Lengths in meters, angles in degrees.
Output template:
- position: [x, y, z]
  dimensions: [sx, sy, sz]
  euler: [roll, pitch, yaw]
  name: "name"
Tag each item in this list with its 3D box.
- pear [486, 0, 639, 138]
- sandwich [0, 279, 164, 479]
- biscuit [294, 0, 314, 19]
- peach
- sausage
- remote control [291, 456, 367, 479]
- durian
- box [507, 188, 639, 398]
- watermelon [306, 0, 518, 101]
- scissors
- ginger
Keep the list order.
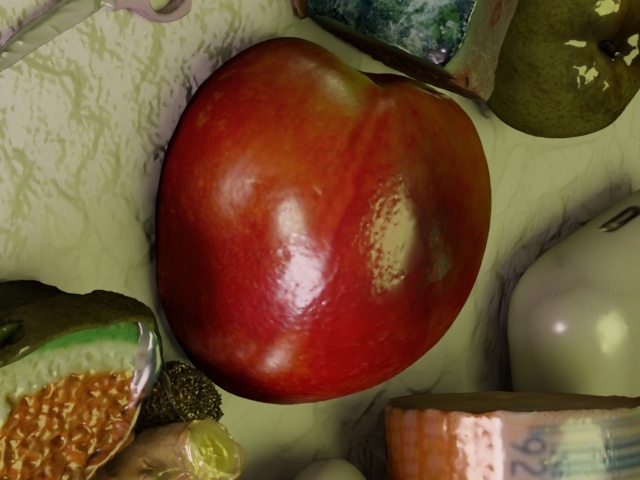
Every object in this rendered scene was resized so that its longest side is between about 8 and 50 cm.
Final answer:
- position: [0.209, -0.168, 1.553]
  dimensions: [0.167, 0.137, 0.167]
  euler: [-16, 113, -43]
  name: "pear"
- position: [-0.230, 0.133, 1.190]
  dimensions: [0.292, 0.109, 0.212]
  euler: [-46, 141, -22]
  name: "sandwich"
- position: [0.038, -0.295, 1.417]
  dimensions: [0.232, 0.013, 0.236]
  euler: [-15, 113, -45]
  name: "biscuit"
- position: [0.000, 0.000, 1.346]
  dimensions: [0.249, 0.245, 0.274]
  euler: [12, 105, -22]
  name: "peach"
- position: [0.171, 0.270, 1.523]
  dimensions: [0.233, 0.233, 0.287]
  euler: [-5, 91, -47]
  name: "sausage"
- position: [0.003, 0.336, 1.480]
  dimensions: [0.221, 0.103, 0.332]
  euler: [-54, 144, -63]
  name: "remote control"
- position: [-0.115, 0.126, 1.339]
  dimensions: [0.080, 0.091, 0.080]
  euler: [-17, 90, -75]
  name: "durian"
- position: [0.303, 0.134, 1.751]
  dimensions: [0.289, 0.141, 0.349]
  euler: [-32, 124, -39]
  name: "box"
- position: [0.109, -0.231, 1.434]
  dimensions: [0.318, 0.148, 0.226]
  euler: [-53, 152, -38]
  name: "watermelon"
- position: [-0.157, -0.165, 1.235]
  dimensions: [0.212, 0.021, 0.110]
  euler: [-40, 132, -33]
  name: "scissors"
- position: [-0.149, 0.202, 1.272]
  dimensions: [0.205, 0.081, 0.115]
  euler: [-51, 143, 16]
  name: "ginger"
